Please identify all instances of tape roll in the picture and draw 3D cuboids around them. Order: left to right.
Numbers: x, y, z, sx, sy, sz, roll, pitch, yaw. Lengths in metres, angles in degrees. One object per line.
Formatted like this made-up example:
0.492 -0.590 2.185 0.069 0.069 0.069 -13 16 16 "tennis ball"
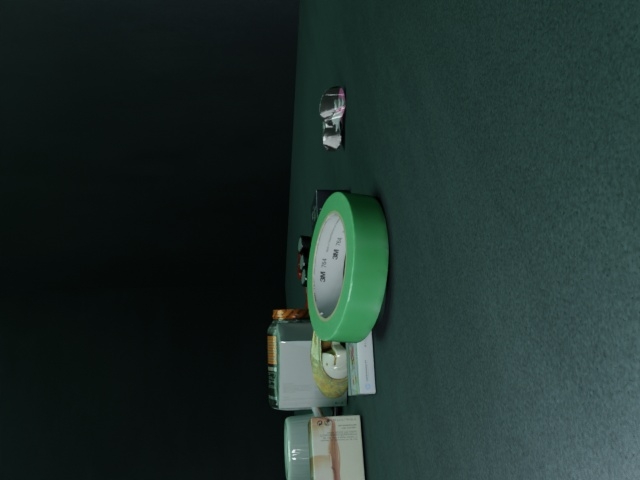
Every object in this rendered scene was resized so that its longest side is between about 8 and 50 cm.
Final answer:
0.051 0.058 1.517 0.321 0.077 0.321 -175 90 -73 "tape roll"

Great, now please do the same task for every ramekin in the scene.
-0.064 0.794 2.671 0.277 0.135 0.277 179 90 -83 "ramekin"

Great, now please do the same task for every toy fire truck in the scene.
-0.002 0.137 2.105 0.217 0.159 0.246 -99 21 -49 "toy fire truck"

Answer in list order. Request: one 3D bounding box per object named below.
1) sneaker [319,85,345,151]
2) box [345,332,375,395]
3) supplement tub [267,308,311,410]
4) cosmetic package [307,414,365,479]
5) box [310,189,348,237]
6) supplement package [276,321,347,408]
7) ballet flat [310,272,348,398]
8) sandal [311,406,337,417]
0.032 -0.343 1.969 0.077 0.072 0.178 -76 -7 -73 "sneaker"
0.092 0.288 1.648 0.186 0.038 0.145 119 150 -75 "box"
-0.081 0.406 2.438 0.207 0.207 0.337 138 131 -81 "supplement tub"
0.040 0.592 1.738 0.153 0.129 0.296 102 165 -66 "cosmetic package"
0.027 -0.041 1.921 0.156 0.093 0.158 111 156 -74 "box"
-0.027 0.351 2.006 0.149 0.194 0.203 -118 28 -74 "supplement package"
0.040 0.249 1.817 0.123 0.123 0.348 -147 56 -82 "ballet flat"
0.016 0.522 2.175 0.102 0.076 0.265 62 174 26 "sandal"
